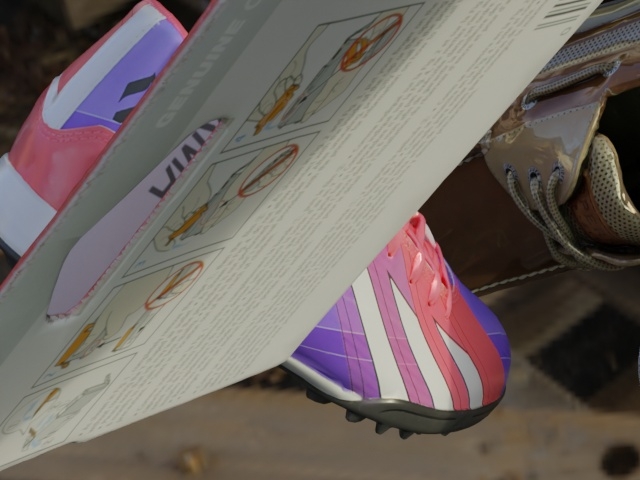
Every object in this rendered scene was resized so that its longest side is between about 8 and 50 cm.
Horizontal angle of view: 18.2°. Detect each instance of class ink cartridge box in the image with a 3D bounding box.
[{"bbox_3d":[-0.020,-0.038,0.587,0.060,0.275,0.239,51,33,16],"label":"ink cartridge box"}]

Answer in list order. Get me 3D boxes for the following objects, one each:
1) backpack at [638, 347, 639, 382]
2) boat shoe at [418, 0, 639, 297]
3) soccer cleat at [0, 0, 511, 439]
[{"bbox_3d":[0.235,0.060,0.880,0.188,0.166,0.144,-33,11,5],"label":"backpack"},{"bbox_3d":[0.144,-0.048,0.995,0.324,0.122,0.120,-33,23,36],"label":"boat shoe"},{"bbox_3d":[0.000,0.000,0.856,0.116,0.318,0.108,-55,48,11],"label":"soccer cleat"}]
